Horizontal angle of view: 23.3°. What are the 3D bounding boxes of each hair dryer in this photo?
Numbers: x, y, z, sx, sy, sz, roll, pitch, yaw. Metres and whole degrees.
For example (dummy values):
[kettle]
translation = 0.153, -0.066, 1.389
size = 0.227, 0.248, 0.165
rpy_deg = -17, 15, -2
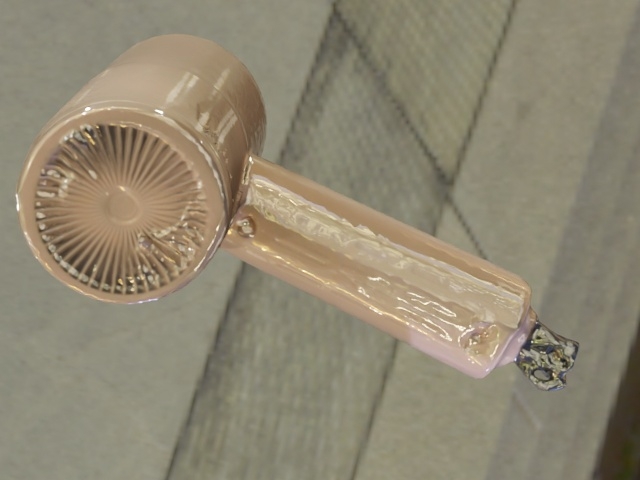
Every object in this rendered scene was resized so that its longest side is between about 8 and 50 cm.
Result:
[hair dryer]
translation = 0.000, 0.000, 0.499
size = 0.181, 0.117, 0.064
rpy_deg = 27, 109, -3
